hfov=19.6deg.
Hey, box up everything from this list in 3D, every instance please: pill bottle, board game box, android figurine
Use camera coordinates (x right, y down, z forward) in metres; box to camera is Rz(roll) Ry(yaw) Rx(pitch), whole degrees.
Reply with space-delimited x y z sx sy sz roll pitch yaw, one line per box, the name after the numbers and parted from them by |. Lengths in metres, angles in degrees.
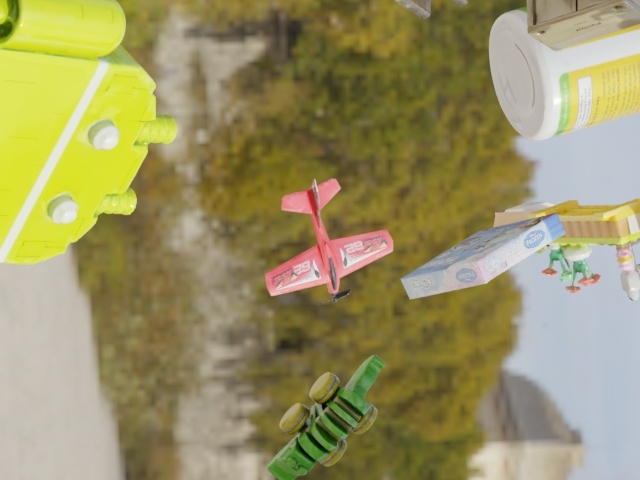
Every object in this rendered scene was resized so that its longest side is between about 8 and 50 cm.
0.311 -0.196 1.915 0.136 0.245 0.136 164 -90 -75 | pill bottle
0.119 0.011 1.363 0.090 0.090 0.020 -15 -77 54 | board game box
-0.208 -0.058 1.180 0.056 0.273 0.248 48 -63 33 | android figurine

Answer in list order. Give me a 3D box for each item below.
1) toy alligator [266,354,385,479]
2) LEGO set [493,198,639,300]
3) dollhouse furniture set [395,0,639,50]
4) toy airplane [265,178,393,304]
-0.010 0.176 1.586 0.190 0.056 0.051 -47 -165 7 | toy alligator
0.269 0.014 1.470 0.132 0.287 0.107 -31 110 -66 | LEGO set
0.166 -0.284 1.521 0.242 0.212 0.161 25 59 -46 | dollhouse furniture set
0.000 0.000 1.959 0.028 0.151 0.151 -141 -134 -58 | toy airplane
